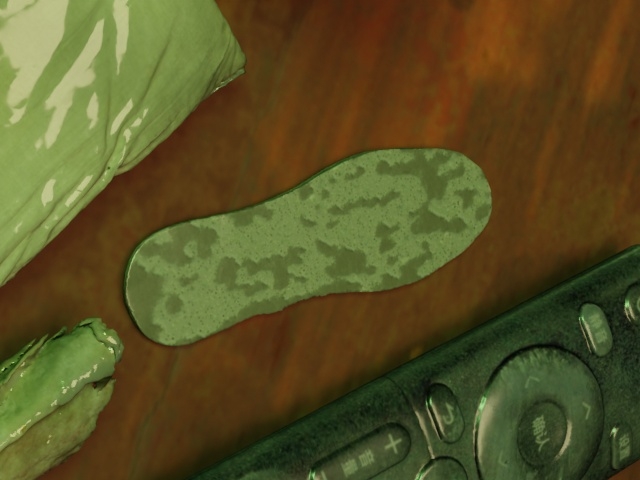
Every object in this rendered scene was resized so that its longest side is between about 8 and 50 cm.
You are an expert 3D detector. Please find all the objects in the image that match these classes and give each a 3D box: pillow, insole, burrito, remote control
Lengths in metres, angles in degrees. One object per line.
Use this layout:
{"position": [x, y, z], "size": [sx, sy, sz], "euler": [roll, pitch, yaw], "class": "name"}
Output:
{"position": [-0.139, -0.050, 0.507], "size": [0.229, 0.050, 0.148], "euler": [-45, 112, -17], "class": "pillow"}
{"position": [0.000, 0.000, 0.631], "size": [0.193, 0.006, 0.065], "euler": [-18, 107, -30], "class": "insole"}
{"position": [-0.137, 0.082, 0.529], "size": [0.149, 0.055, 0.041], "euler": [-33, 69, -29], "class": "burrito"}
{"position": [0.026, 0.117, 0.645], "size": [0.377, 0.044, 0.107], "euler": [-24, 113, -28], "class": "remote control"}
